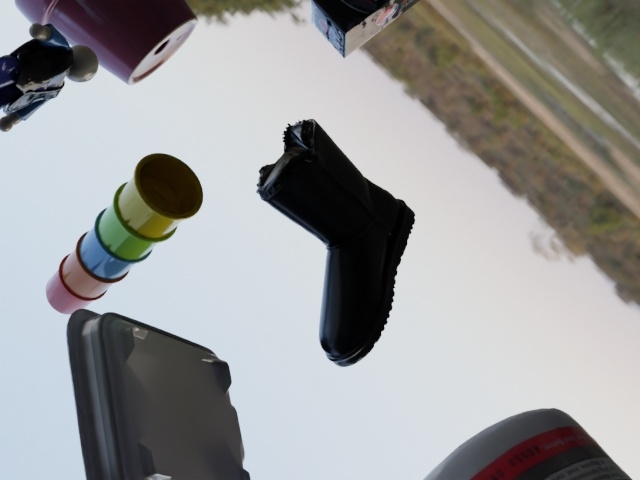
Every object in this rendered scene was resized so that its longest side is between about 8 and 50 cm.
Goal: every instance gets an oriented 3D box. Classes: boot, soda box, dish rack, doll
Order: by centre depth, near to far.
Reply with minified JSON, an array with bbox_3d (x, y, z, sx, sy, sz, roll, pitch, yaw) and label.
[{"bbox_3d":[-0.286,-0.147,1.123,0.046,0.129,0.189,41,-138,14],"label":"doll"},{"bbox_3d":[0.070,-0.252,1.143,0.053,0.169,0.060,48,169,13],"label":"soda box"},{"bbox_3d":[0.000,0.000,1.418,0.207,0.246,0.094,37,147,-29],"label":"boot"},{"bbox_3d":[-0.195,0.238,1.572,0.333,0.072,0.285,33,-141,-58],"label":"dish rack"}]

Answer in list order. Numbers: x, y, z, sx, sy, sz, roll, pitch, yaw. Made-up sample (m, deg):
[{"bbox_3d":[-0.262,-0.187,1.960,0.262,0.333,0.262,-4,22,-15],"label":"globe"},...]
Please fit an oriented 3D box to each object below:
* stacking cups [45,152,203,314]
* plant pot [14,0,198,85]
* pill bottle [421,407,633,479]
[{"bbox_3d":[-0.271,0.009,1.539,0.096,0.316,0.096,23,-132,-28],"label":"stacking cups"},{"bbox_3d":[-0.268,-0.311,1.565,0.180,0.201,0.201,47,-171,-1],"label":"plant pot"},{"bbox_3d":[0.192,0.273,0.745,0.318,0.176,0.176,49,-170,33],"label":"pill bottle"}]
